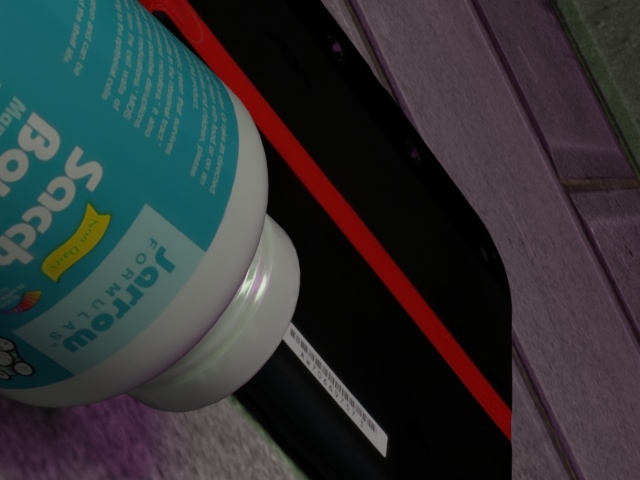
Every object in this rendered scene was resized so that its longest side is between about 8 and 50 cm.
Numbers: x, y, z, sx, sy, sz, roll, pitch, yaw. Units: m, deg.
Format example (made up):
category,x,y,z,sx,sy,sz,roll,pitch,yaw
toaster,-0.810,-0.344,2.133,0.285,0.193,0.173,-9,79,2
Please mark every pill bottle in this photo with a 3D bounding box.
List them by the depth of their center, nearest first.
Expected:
category,x,y,z,sx,sy,sz,roll,pitch,yaw
pill bottle,-0.116,-0.035,0.562,0.264,0.146,0.146,41,29,-43

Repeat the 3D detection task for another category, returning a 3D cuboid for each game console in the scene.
category,x,y,z,sx,sy,sz,roll,pitch,yaw
game console,0.000,0.000,0.949,0.386,0.060,0.342,50,29,-28
